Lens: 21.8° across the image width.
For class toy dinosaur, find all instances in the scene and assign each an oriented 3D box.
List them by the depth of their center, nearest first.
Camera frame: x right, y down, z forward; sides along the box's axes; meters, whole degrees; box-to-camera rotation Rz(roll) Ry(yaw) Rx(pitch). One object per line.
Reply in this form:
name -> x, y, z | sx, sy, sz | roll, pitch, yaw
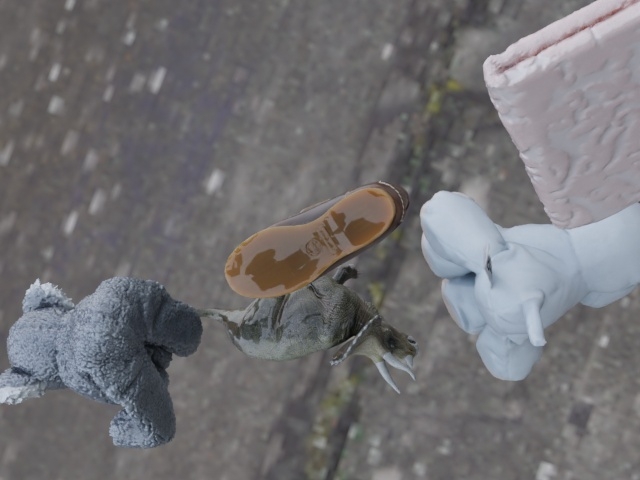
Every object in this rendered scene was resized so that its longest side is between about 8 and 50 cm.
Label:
toy dinosaur -> -0.034, 0.091, 2.078 | 0.121, 0.313, 0.160 | 72, -159, -56

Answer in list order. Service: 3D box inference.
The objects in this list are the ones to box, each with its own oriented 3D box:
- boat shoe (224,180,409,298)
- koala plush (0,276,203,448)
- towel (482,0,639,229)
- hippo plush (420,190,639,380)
boat shoe -> 0.000, 0.000, 1.719 | 0.207, 0.073, 0.073 | -23, 4, 22
koala plush -> -0.294, 0.130, 2.040 | 0.221, 0.203, 0.196 | 2, 61, 26
towel -> 0.334, -0.156, 1.625 | 0.317, 0.332, 0.053 | -28, 58, 6
hippo plush -> 0.270, 0.005, 1.972 | 0.234, 0.236, 0.294 | 59, 169, 13
